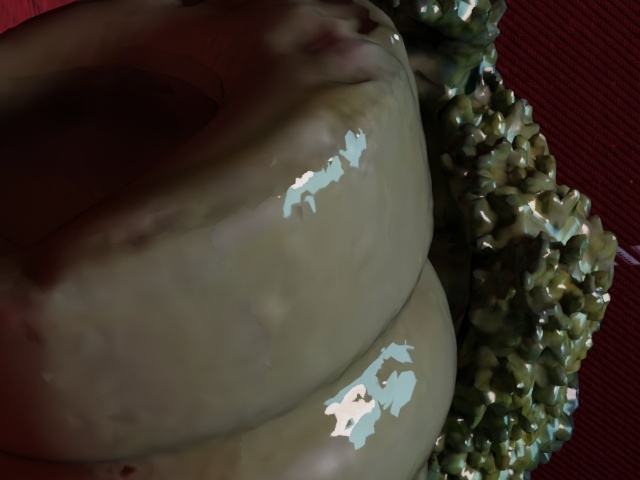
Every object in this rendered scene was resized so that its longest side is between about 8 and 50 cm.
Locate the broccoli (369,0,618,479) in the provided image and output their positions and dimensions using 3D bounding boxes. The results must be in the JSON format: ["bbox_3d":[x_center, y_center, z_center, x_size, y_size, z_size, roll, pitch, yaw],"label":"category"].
[{"bbox_3d":[0.021,-0.001,0.811,0.302,0.249,0.375,-69,161,-79],"label":"broccoli"}]

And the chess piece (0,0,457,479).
[{"bbox_3d":[-0.014,0.129,0.615,0.234,0.234,0.442,-81,160,-56],"label":"chess piece"}]
